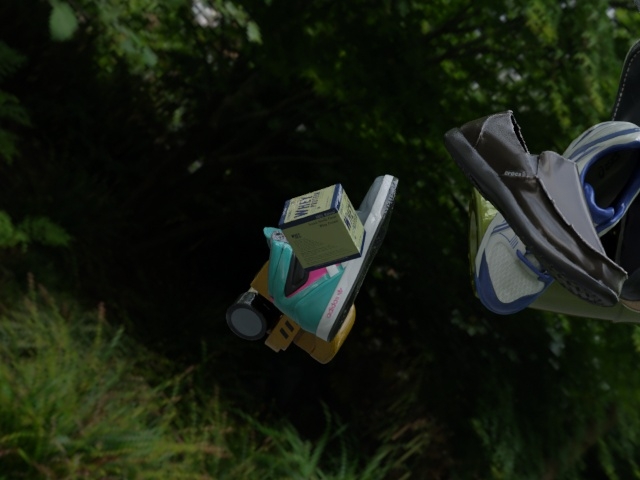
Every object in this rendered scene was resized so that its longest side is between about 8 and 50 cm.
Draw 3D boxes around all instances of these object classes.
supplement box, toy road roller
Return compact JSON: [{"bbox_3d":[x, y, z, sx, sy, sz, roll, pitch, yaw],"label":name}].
[{"bbox_3d":[0.003,-0.015,1.245,0.083,0.083,0.056,60,24,-29],"label":"supplement box"},{"bbox_3d":[-0.018,0.104,2.019,0.241,0.329,0.202,35,36,0],"label":"toy road roller"}]

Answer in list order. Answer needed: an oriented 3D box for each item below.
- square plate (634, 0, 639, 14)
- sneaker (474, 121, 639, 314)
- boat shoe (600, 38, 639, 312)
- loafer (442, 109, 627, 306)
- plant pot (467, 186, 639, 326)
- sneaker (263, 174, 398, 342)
[{"bbox_3d":[0.374,-0.458,1.163,0.347,0.049,0.344,-81,157,-47],"label":"square plate"},{"bbox_3d":[0.301,-0.029,1.202,0.112,0.296,0.131,35,6,-6],"label":"sneaker"},{"bbox_3d":[0.560,-0.129,1.651,0.156,0.500,0.187,17,-12,-41],"label":"boat shoe"},{"bbox_3d":[0.190,-0.038,0.818,0.220,0.078,0.080,54,8,30],"label":"loafer"},{"bbox_3d":[0.488,-0.001,1.981,0.366,0.353,0.366,0,90,-87],"label":"plant pot"},{"bbox_3d":[0.000,0.000,1.566,0.178,0.295,0.124,23,-17,10],"label":"sneaker"}]
